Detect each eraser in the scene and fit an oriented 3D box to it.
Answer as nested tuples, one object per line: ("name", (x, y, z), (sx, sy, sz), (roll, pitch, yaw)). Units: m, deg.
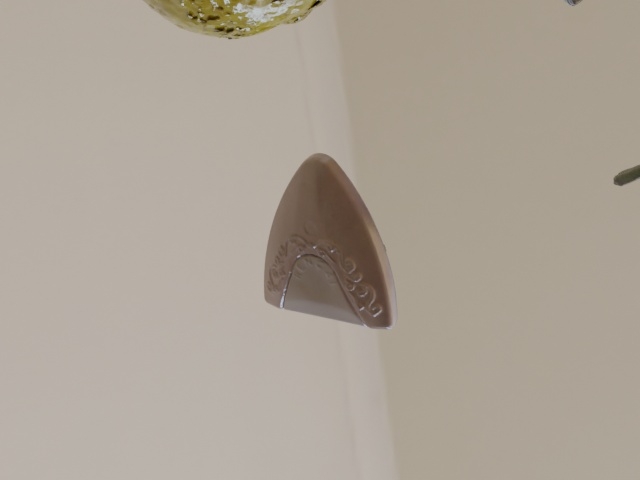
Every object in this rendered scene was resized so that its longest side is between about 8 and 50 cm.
("eraser", (-0.001, 0.001, 2.049), (0.059, 0.204, 0.243), (-41, -47, -49))

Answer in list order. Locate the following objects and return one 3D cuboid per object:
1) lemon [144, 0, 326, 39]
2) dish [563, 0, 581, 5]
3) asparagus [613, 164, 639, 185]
("lemon", (-0.090, -0.333, 1.390), (0.258, 0.258, 0.310), (-45, -62, -48))
("dish", (0.262, -0.365, 1.441), (0.243, 0.080, 0.182), (-44, -46, -24))
("asparagus", (0.354, -0.088, 1.490), (0.023, 0.233, 0.022), (13, -107, -17))
